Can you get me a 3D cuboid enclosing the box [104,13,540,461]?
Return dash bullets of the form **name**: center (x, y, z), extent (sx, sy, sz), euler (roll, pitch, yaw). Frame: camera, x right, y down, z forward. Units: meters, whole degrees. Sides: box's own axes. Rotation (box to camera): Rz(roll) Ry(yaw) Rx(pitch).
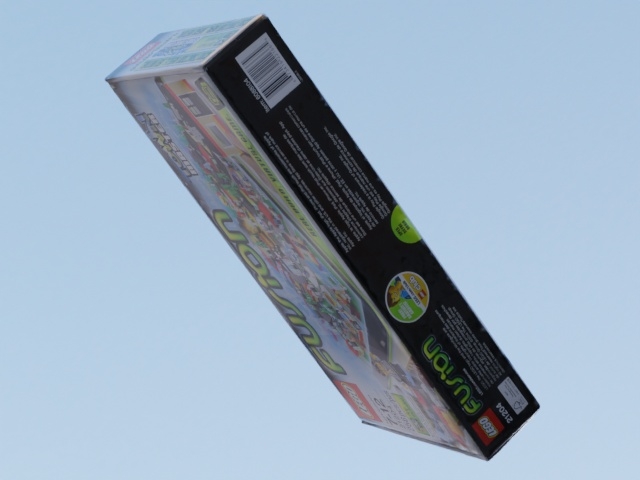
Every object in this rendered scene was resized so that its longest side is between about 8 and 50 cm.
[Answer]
- **box**: center (0.000, 0.000, 0.728), extent (0.207, 0.036, 0.114), euler (54, -20, -18)
